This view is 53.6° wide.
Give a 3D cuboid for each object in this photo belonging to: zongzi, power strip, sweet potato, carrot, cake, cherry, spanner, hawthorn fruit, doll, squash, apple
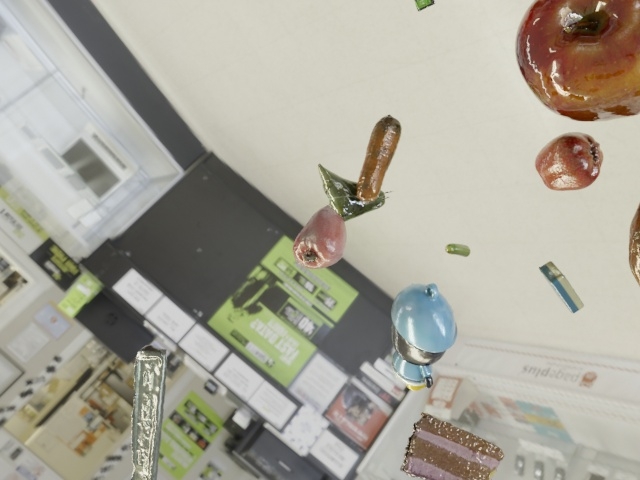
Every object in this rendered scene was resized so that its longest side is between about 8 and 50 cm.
[{"bbox_3d":[0.081,-0.120,1.313,0.131,0.154,0.062,70,165,-6],"label":"zongzi"},{"bbox_3d":[0.495,0.097,1.296,0.123,0.032,0.056,45,-166,-34],"label":"power strip"},{"bbox_3d":[0.923,0.005,1.780,0.112,0.359,0.112,3,172,0],"label":"sweet potato"},{"bbox_3d":[0.114,-0.162,1.265,0.060,0.186,0.060,19,169,4],"label":"carrot"},{"bbox_3d":[0.248,0.405,1.195,0.112,0.116,0.295,9,164,41],"label":"cake"},{"bbox_3d":[0.006,0.002,1.196,0.087,0.126,0.106,50,160,-30],"label":"cherry"},{"bbox_3d":[-0.190,0.247,0.699,0.093,0.026,0.326,20,120,14],"label":"spanner"},{"bbox_3d":[0.552,-0.172,1.413,0.133,0.133,0.138,48,141,-16],"label":"hawthorn fruit"},{"bbox_3d":[0.234,0.217,1.469,0.177,0.141,0.314,-123,27,-42],"label":"doll"},{"bbox_3d":[0.306,0.020,1.422,0.027,0.028,0.083,17,-175,40],"label":"squash"},{"bbox_3d":[0.534,-0.371,1.216,0.288,0.288,0.316,20,-179,36],"label":"apple"}]

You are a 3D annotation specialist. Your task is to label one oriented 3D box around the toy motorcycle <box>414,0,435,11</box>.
[{"bbox_3d":[0.260,-0.538,1.270,0.173,0.058,0.100,-20,149,17],"label":"toy motorcycle"}]
